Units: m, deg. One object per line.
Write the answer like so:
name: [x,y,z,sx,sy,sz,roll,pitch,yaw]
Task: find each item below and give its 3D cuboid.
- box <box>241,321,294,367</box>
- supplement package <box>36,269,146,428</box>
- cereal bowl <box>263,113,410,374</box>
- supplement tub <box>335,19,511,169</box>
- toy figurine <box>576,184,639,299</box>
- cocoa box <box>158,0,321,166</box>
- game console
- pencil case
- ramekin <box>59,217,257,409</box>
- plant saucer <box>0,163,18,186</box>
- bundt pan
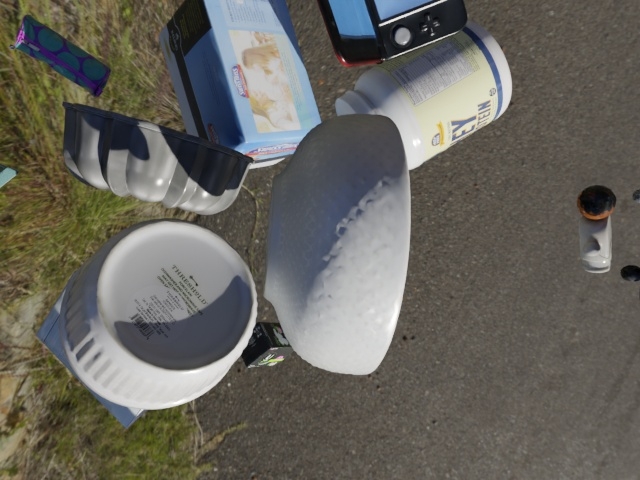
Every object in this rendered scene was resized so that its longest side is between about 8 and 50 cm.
box: [-0.090,0.176,0.792,0.062,0.052,0.083,-41,152,17]
supplement package: [-0.291,0.144,0.766,0.203,0.194,0.149,42,110,7]
cereal bowl: [0.000,0.000,0.623,0.141,0.339,0.340,5,102,-7]
supplement tub: [0.220,-0.303,1.033,0.324,0.235,0.236,-31,109,-4]
toy figurine: [0.471,-0.018,0.623,0.212,0.210,0.148,-21,121,0]
cocoa box: [-0.182,-0.356,1.071,0.231,0.227,0.348,-17,90,-41]
game console: [0.046,-0.217,0.352,0.124,0.085,0.144,-20,102,3]
pencil case: [-0.449,-0.318,0.818,0.151,0.070,0.064,31,118,-32]
ramekin: [-0.168,0.074,0.519,0.207,0.109,0.207,15,59,-28]
plant saucer: [-0.566,-0.113,0.757,0.067,0.191,0.018,-54,146,-28]
bundt pan: [-0.290,-0.131,0.830,0.330,0.331,0.124,15,93,-17]
